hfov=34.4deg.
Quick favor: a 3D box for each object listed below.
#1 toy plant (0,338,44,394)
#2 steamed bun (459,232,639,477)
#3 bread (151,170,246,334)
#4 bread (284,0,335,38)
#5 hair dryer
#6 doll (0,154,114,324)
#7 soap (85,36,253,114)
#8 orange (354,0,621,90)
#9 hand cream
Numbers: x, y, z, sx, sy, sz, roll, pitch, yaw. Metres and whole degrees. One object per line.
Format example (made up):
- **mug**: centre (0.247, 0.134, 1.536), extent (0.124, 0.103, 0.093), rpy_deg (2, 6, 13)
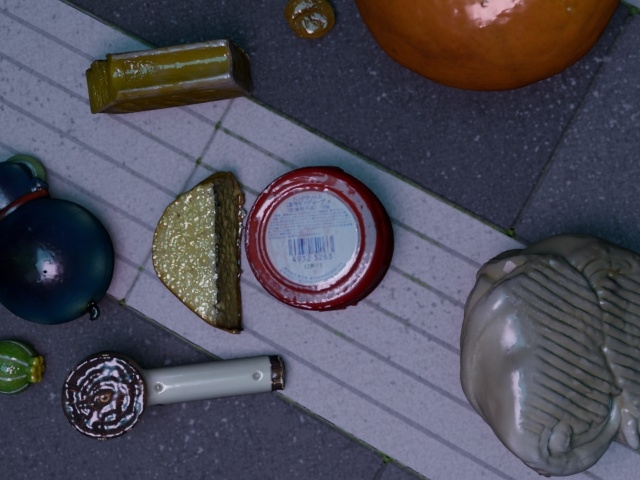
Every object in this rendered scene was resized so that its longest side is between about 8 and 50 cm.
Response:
- **toy plant**: centre (-0.531, 0.203, 1.686), extent (0.162, 0.093, 0.092), rpy_deg (7, 88, 9)
- **steamed bun**: centre (0.325, 0.158, 1.489), extent (0.310, 0.219, 0.324), rpy_deg (-9, 90, -30)
- **bread**: centre (-0.195, 0.022, 1.628), extent (0.134, 0.129, 0.260), rpy_deg (-5, 85, 16)
- **bread**: centre (-0.017, -0.362, 1.661), extent (0.081, 0.046, 0.083), rpy_deg (-8, 85, 6)
- **hair dryer**: centre (-0.212, 0.223, 1.608), extent (0.362, 0.203, 0.128), rpy_deg (-6, 86, -10)
- **doll**: centre (-0.455, 0.006, 1.640), extent (0.322, 0.186, 0.198), rpy_deg (43, 94, 12)
- **soap**: centre (-0.248, -0.256, 1.634), extent (0.258, 0.160, 0.080), rpy_deg (-7, 87, 9)
- **orange**: centre (0.243, -0.424, 1.486), extent (0.424, 0.326, 0.423), rpy_deg (3, 96, 26)
- **hand cream**: centre (0.000, 0.000, 1.589), extent (0.230, 0.149, 0.230), rpy_deg (0, 90, 10)
